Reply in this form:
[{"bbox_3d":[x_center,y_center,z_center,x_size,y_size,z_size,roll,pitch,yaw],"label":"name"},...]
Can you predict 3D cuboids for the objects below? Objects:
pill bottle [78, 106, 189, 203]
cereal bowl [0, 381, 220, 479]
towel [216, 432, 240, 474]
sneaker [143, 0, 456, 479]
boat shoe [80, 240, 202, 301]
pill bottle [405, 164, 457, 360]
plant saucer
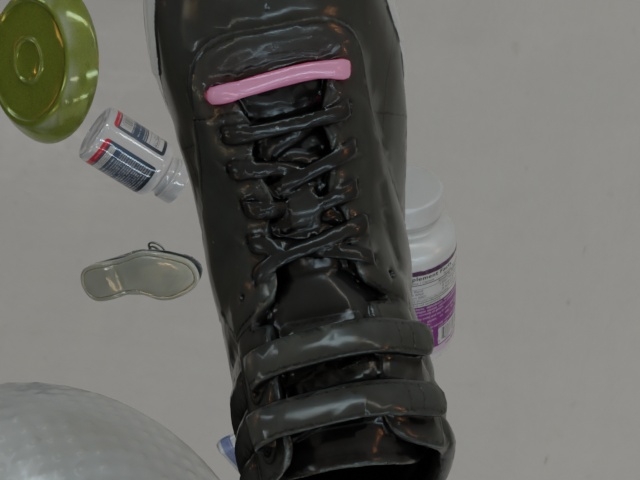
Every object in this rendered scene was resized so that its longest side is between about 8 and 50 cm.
[{"bbox_3d":[-0.321,-0.144,1.976,0.180,0.108,0.108,33,85,-23],"label":"pill bottle"},{"bbox_3d":[-0.197,0.260,0.673,0.339,0.141,0.339,0,89,11],"label":"cereal bowl"},{"bbox_3d":[0.008,0.272,1.619,0.285,0.209,0.034,-29,50,3],"label":"towel"},{"bbox_3d":[0.000,0.000,0.440,0.104,0.296,0.147,-11,36,-5],"label":"sneaker"},{"bbox_3d":[-0.295,0.056,1.918,0.254,0.079,0.095,-13,103,35],"label":"boat shoe"},{"bbox_3d":[0.130,0.039,1.778,0.169,0.301,0.169,-3,36,2],"label":"pill bottle"},{"bbox_3d":[-0.415,-0.261,1.645,0.241,0.037,0.241,6,99,39],"label":"plant saucer"}]
